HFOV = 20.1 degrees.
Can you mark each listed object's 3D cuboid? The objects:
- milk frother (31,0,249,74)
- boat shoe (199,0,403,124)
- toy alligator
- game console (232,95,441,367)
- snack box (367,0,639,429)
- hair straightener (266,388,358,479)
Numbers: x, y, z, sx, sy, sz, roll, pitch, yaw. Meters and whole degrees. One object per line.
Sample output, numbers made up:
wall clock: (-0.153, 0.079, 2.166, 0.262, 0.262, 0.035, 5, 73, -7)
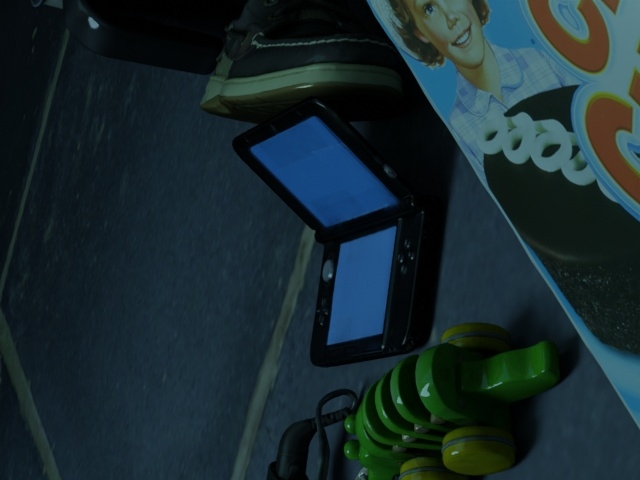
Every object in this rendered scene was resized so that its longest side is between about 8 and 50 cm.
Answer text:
milk frother: (-0.096, -0.188, 1.131, 0.129, 0.135, 0.143, -114, 40, -57)
boat shoe: (-0.014, -0.099, 0.943, 0.223, 0.080, 0.073, -177, 93, -74)
toy alligator: (0.034, 0.078, 0.751, 0.190, 0.051, 0.056, 135, 142, -56)
game console: (0.000, 0.000, 0.860, 0.122, 0.071, 0.107, 161, 119, -68)
snack box: (0.135, -0.062, 0.403, 0.187, 0.060, 0.322, 58, 152, 2)
hair straightener: (-0.006, 0.180, 0.832, 0.089, 0.047, 0.230, 163, 121, -67)
